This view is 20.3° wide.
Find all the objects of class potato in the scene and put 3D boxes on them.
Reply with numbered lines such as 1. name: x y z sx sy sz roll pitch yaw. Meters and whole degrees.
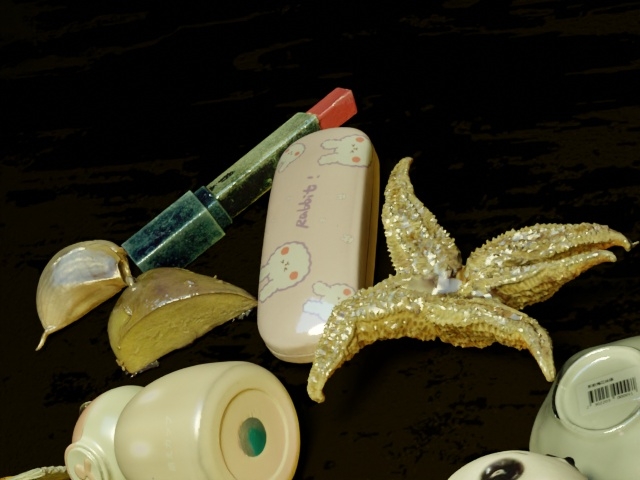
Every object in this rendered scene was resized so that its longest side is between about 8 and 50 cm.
1. potato: -0.163 0.059 1.938 0.172 0.089 0.100 -28 39 14

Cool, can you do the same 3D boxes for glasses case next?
1. glasses case: 0.000 0.000 1.883 0.113 0.075 0.296 -11 47 19

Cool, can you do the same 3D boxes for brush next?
1. brush: -0.360 0.274 1.896 0.272 0.103 0.013 -22 75 31

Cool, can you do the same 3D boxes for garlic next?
1. garlic: -0.284 0.047 2.053 0.152 0.066 0.084 -32 43 4

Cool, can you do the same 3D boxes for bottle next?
1. bottle: -0.150 0.198 1.765 0.236 0.147 0.147 -8 48 40

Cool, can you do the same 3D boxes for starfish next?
1. starfish: 0.161 0.035 1.722 0.294 0.084 0.301 -1 44 33

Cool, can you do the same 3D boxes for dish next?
1. dish: 0.259 0.145 1.569 0.191 0.066 0.190 -20 44 20

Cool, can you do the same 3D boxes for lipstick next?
1. lipstick: -0.084 -0.067 2.032 0.312 0.051 0.051 -39 39 -5

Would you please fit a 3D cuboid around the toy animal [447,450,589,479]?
1. toy animal: 0.157 0.280 1.440 0.187 0.165 0.235 -35 40 30
